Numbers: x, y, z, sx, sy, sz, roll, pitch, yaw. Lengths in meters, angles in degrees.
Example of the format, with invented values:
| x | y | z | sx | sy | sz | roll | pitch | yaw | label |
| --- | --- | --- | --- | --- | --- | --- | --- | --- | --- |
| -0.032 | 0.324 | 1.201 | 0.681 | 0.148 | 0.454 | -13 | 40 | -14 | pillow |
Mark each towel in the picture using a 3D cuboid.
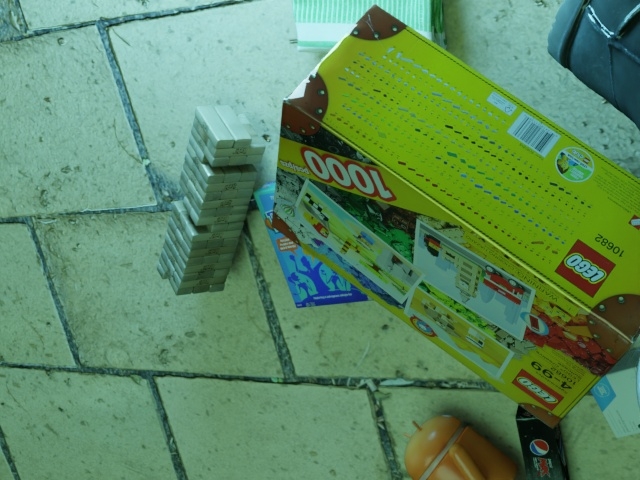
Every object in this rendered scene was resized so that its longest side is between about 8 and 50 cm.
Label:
| x | y | z | sx | sy | sz | roll | pitch | yaw | label |
| --- | --- | --- | --- | --- | --- | --- | --- | --- | --- |
| 0.050 | -0.412 | 1.614 | 0.247 | 0.038 | 0.325 | 8 | 119 | 30 | towel |

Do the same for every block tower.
| x | y | z | sx | sy | sz | roll | pitch | yaw | label |
| --- | --- | --- | --- | --- | --- | --- | --- | --- | --- |
| -0.179 | -0.054 | 1.902 | 0.097 | 0.091 | 0.335 | 57 | 141 | 38 | block tower |

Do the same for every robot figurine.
| x | y | z | sx | sy | sz | roll | pitch | yaw | label |
| --- | --- | --- | --- | --- | --- | --- | --- | --- | --- |
| 0.226 | 0.365 | 1.871 | 0.219 | 0.158 | 0.128 | 37 | 113 | 10 | robot figurine |

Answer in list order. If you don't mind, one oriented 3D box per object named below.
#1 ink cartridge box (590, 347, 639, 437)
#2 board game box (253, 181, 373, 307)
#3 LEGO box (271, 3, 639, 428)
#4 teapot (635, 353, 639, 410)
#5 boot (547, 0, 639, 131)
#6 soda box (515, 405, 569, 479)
| x | y | z | sx | sy | sz | roll | pitch | yaw | label |
| --- | --- | --- | --- | --- | --- | --- | --- | --- | --- |
| 0.482 | 0.205 | 1.663 | 0.180 | 0.060 | 0.104 | -23 | 102 | 38 | ink cartridge box |
| 0.000 | 0.000 | 1.866 | 0.160 | 0.047 | 0.210 | -9 | 109 | 36 | board game box |
| 0.192 | -0.019 | 1.546 | 0.500 | 0.193 | 0.372 | 36 | 158 | 11 | LEGO box |
| 0.475 | 0.138 | 1.329 | 0.252 | 0.187 | 0.256 | 28 | 123 | -9 | teapot |
| 0.458 | -0.223 | 1.241 | 0.445 | 0.146 | 0.367 | 57 | 143 | 42 | boot |
| 0.346 | 0.331 | 1.817 | 0.060 | 0.053 | 0.169 | -7 | 112 | 19 | soda box |
